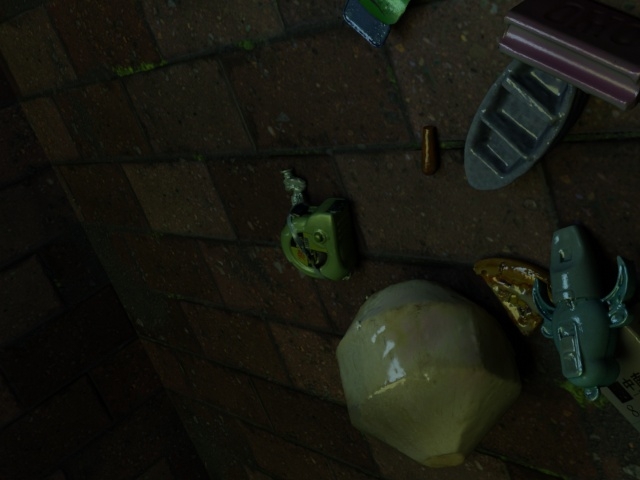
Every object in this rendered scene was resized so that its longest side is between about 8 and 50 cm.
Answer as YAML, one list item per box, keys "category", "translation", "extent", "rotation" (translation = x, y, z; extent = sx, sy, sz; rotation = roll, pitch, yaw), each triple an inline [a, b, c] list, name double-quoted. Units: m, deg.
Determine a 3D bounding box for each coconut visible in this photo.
- category: "coconut"
  translation: [0.207, 0.262, 1.491]
  extent: [0.352, 0.352, 0.353]
  rotation: [32, 141, 31]

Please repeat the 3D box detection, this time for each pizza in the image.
- category: "pizza"
  translation: [0.355, 0.105, 1.401]
  extent: [0.184, 0.036, 0.176]
  rotation: [27, 139, 36]

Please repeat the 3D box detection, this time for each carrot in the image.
- category: "carrot"
  translation: [0.194, -0.158, 1.375]
  extent: [0.032, 0.032, 0.093]
  rotation: [24, 132, 39]

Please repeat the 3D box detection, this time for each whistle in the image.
- category: "whistle"
  translation: [0.408, 0.112, 1.211]
  extent: [0.186, 0.093, 0.274]
  rotation: [-24, 65, 54]

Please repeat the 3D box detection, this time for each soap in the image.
- category: "soap"
  translation: [0.349, -0.255, 1.005]
  extent: [0.203, 0.122, 0.066]
  rotation: [34, 143, 28]

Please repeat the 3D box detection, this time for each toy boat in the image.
- category: "toy boat"
  translation: [0.303, -0.176, 1.176]
  extent: [0.127, 0.078, 0.283]
  rotation: [45, 146, 14]

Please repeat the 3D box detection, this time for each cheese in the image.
- category: "cheese"
  translation: [0.117, -0.437, 1.172]
  extent: [0.204, 0.083, 0.320]
  rotation: [45, 144, 12]

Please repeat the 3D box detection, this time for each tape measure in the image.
- category: "tape measure"
  translation: [0.000, 0.000, 1.699]
  extent: [0.175, 0.106, 0.200]
  rotation: [7, 129, 31]

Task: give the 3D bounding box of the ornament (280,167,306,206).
- category: "ornament"
  translation: [-0.058, -0.117, 1.726]
  extent: [0.092, 0.041, 0.068]
  rotation: [57, 146, 17]

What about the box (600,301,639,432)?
- category: "box"
  translation: [0.541, 0.232, 1.250]
  extent: [0.243, 0.067, 0.155]
  rotation: [49, 145, 9]
